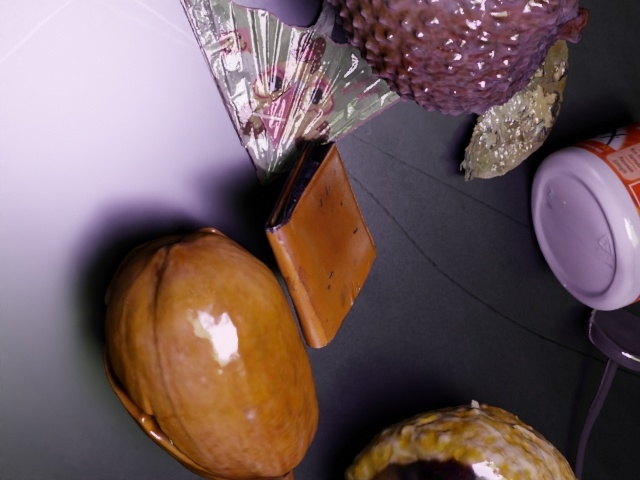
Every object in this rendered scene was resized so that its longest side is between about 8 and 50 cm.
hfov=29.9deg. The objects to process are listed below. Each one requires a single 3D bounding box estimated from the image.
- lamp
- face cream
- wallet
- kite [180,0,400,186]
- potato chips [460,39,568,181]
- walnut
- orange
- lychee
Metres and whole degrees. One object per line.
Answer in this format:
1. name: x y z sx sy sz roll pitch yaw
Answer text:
1. lamp: 0.365 0.277 1.574 0.130 0.108 0.371 9 102 -24
2. face cream: 0.379 -0.037 1.434 0.187 0.201 0.201 -20 113 -19
3. wallet: -0.002 0.001 1.288 0.042 0.195 0.161 -9 121 25
4. kite: -0.020 -0.184 1.308 0.323 0.013 0.267 16 98 -29
5. potato chips: 0.209 -0.182 1.409 0.202 0.029 0.220 -11 108 -25
6. walnut: -0.106 0.143 1.258 0.209 0.209 0.336 -31 117 -14
7. orange: 0.193 0.329 1.444 0.368 0.271 0.210 55 36 -27
8. lychee: 0.136 -0.267 1.210 0.300 0.300 0.300 -7 108 -23
